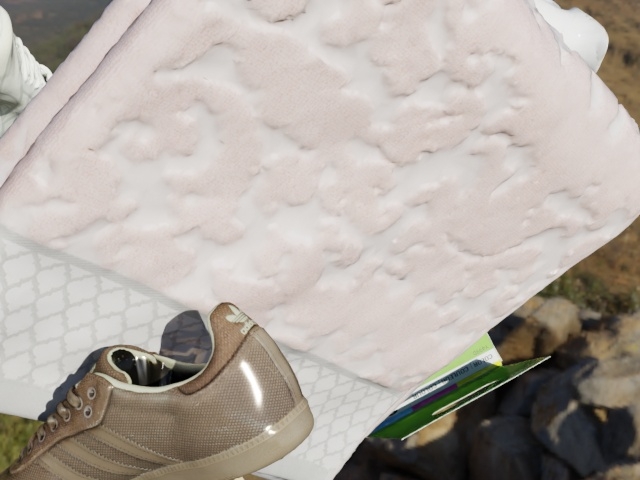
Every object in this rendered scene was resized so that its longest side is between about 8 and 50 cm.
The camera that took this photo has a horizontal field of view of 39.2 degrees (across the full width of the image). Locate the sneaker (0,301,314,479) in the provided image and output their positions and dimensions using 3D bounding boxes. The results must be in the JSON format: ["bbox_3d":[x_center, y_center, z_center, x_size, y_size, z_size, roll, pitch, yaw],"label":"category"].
[{"bbox_3d":[-0.094,0.085,0.420,0.188,0.071,0.066,-23,4,20],"label":"sneaker"}]

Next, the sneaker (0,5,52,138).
[{"bbox_3d":[-0.370,-0.194,1.062,0.118,0.110,0.292,-2,-14,-20],"label":"sneaker"}]

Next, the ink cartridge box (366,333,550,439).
[{"bbox_3d":[0.111,0.138,1.003,0.188,0.097,0.255,-24,-5,-16],"label":"ink cartridge box"}]

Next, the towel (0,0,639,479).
[{"bbox_3d":[0.000,0.000,0.464,0.331,0.317,0.053,30,20,-46],"label":"towel"}]

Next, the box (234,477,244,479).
[{"bbox_3d":[-0.239,0.452,1.716,0.148,0.311,0.121,-37,31,-20],"label":"box"}]

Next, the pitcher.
[{"bbox_3d":[0.246,-0.284,1.183,0.207,0.126,0.178,3,38,-16],"label":"pitcher"}]
